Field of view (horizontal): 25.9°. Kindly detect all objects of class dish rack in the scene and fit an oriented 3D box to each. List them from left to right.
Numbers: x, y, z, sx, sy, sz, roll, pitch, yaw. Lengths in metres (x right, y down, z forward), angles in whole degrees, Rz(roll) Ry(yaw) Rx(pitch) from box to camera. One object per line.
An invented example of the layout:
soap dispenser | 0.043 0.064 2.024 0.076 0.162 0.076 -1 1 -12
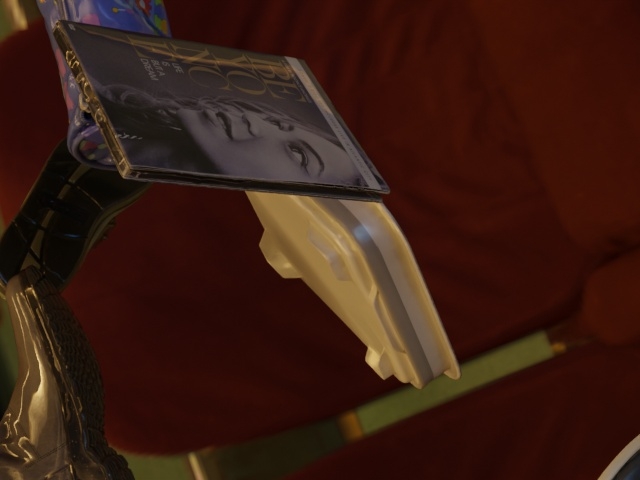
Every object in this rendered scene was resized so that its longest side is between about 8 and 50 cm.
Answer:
dish rack | 0.000 0.000 1.422 0.333 0.072 0.285 43 164 44

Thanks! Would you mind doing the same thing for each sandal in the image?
sandal | -0.301 -0.029 1.668 0.120 0.303 0.086 32 142 3

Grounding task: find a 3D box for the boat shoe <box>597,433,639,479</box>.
boat shoe | 0.294 0.177 1.076 0.079 0.254 0.095 47 134 25

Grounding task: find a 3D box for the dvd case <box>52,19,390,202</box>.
dvd case | -0.071 -0.094 1.021 0.018 0.221 0.164 -59 44 31

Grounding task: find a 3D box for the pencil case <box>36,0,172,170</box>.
pencil case | -0.202 -0.215 1.264 0.119 0.133 0.306 -20 77 20

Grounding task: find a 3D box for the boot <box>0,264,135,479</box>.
boot | -0.330 0.210 1.436 0.118 0.222 0.338 50 -161 -72
